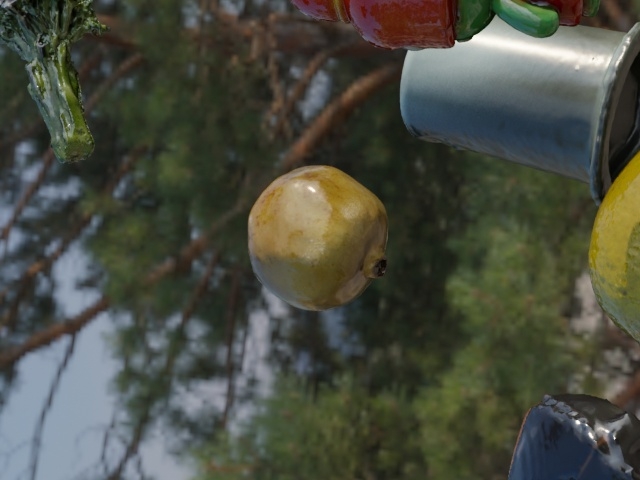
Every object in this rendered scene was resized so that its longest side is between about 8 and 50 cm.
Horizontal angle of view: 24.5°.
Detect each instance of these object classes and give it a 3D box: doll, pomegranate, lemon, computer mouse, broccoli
[{"bbox_3d":[0.104,-0.282,1.507,0.160,0.363,0.182,60,-149,-59],"label":"doll"},{"bbox_3d":[-0.006,-0.003,2.215,0.233,0.233,0.233,7,-90,-89],"label":"pomegranate"},{"bbox_3d":[0.442,-0.006,1.704,0.245,0.245,0.319,-80,10,-70],"label":"lemon"},{"bbox_3d":[0.261,0.274,1.455,0.116,0.183,0.323,-35,-31,-18],"label":"computer mouse"},{"bbox_3d":[-0.406,-0.251,2.243,0.165,0.145,0.304,-35,63,34],"label":"broccoli"}]

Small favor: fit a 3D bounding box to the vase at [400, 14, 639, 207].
[{"bbox_3d":[0.263,-0.179,1.862,0.245,0.291,0.245,-36,-47,-52],"label":"vase"}]
